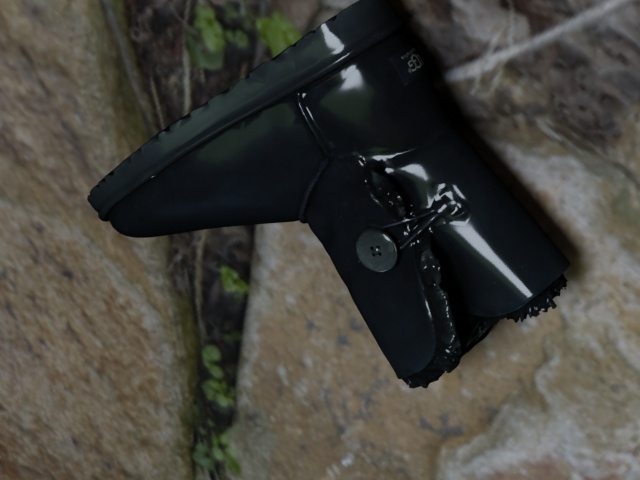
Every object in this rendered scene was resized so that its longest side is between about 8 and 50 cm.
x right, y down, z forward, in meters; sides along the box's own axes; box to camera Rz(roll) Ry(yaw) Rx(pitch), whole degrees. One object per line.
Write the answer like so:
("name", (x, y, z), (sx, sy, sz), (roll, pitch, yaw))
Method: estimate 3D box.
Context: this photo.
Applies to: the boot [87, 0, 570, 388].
("boot", (0.000, 0.000, 0.964), (0.246, 0.094, 0.207), (-30, 93, 31))
